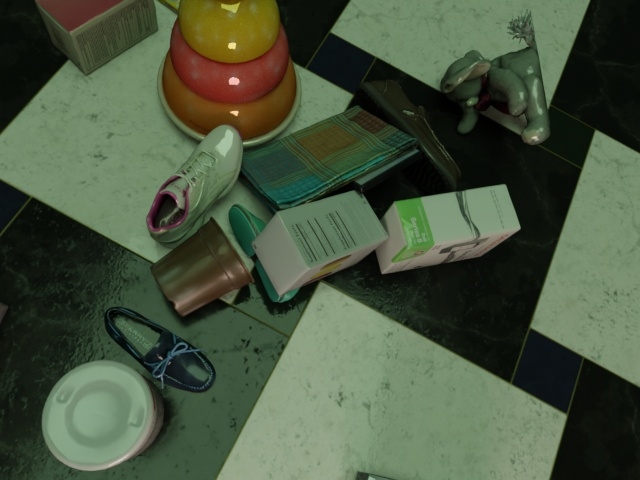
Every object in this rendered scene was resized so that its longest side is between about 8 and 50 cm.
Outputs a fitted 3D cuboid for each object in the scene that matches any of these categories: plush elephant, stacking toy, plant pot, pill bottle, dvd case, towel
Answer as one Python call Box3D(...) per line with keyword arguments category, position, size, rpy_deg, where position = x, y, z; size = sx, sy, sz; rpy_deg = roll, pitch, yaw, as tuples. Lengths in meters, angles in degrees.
Box3D(category="plush elephant", position=(0.433, -0.385, 1.354), size=(0.272, 0.255, 0.330), rpy_deg=(-46, 123, -59))
Box3D(category="stacking toy", position=(-0.184, -0.446, 1.115), size=(0.350, 0.480, 0.351), rpy_deg=(4, 70, -10))
Box3D(category="plant pot", position=(-0.251, 0.064, 1.100), size=(0.165, 0.167, 0.167), rpy_deg=(-34, 80, -12))
Box3D(category="pill bottle", position=(-0.360, 0.304, 0.917), size=(0.161, 0.283, 0.161), rpy_deg=(4, 70, -10))
Box3D(category="dvd case", position=(0.089, -0.209, 1.253), size=(0.180, 0.022, 0.253), rpy_deg=(-31, 44, -20))
Box3D(category="towel", position=(0.000, -0.201, 1.222), size=(0.370, 0.040, 0.271), rpy_deg=(-28, 42, -16))

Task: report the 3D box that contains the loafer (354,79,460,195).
Box3D(category="loafer", position=(0.239, -0.276, 1.321), size=(0.130, 0.134, 0.366), rpy_deg=(-32, 79, -19))

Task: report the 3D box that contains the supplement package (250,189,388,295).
Box3D(category="supplement package", position=(0.000, 0.000, 1.132), size=(0.244, 0.139, 0.134), rpy_deg=(-20, 74, -40))

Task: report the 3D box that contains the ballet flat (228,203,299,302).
Box3D(category="ballet flat", position=(-0.120, 0.022, 1.185), size=(0.087, 0.083, 0.247), rpy_deg=(-19, 74, -42))

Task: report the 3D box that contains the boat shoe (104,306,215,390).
Box3D(category="boat shoe", position=(-0.331, 0.224, 1.056), size=(0.258, 0.089, 0.109), rpy_deg=(27, 68, 0))

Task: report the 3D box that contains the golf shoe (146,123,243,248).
Box3D(category="golf shoe", position=(-0.266, -0.122, 1.130), size=(0.115, 0.140, 0.306), rpy_deg=(29, 86, 6))

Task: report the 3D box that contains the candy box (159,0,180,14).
Box3D(category="candy box", position=(-0.332, -0.626, 1.394), size=(0.205, 0.027, 0.105), rpy_deg=(37, 71, 4))

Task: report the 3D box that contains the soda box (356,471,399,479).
Box3D(category="soda box", position=(0.207, 0.543, 1.044), size=(0.286, 0.091, 0.098), rpy_deg=(17, 68, -5))

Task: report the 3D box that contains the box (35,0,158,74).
Box3D(category="box", position=(-0.526, -0.539, 1.261), size=(0.127, 0.149, 0.232), rpy_deg=(43, 68, 7))

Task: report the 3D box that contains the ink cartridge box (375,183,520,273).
Box3D(category="ink cartridge box", position=(0.278, -0.022, 1.202), size=(0.272, 0.198, 0.115), rpy_deg=(-9, 73, -13))

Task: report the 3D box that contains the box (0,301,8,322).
Box3D(category="box", position=(-0.763, 0.170, 1.010), size=(0.230, 0.056, 0.183), rpy_deg=(18, 68, -4))
